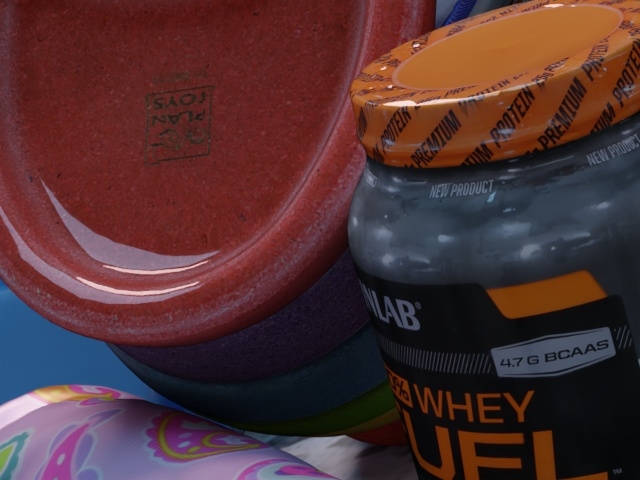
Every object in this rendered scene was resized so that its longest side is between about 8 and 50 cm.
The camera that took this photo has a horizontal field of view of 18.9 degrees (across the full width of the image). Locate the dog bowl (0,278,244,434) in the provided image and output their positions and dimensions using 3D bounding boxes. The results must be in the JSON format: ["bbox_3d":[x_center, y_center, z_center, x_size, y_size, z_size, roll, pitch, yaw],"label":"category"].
[{"bbox_3d":[-0.161,0.077,0.885,0.297,0.166,0.074,-18,4,23],"label":"dog bowl"}]

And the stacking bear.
[{"bbox_3d":[0.000,0.000,0.732,0.175,0.164,0.289,-6,-21,20],"label":"stacking bear"}]

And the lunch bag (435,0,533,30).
[{"bbox_3d":[0.012,-0.174,1.029,0.385,0.239,0.328,-36,6,39],"label":"lunch bag"}]

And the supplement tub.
[{"bbox_3d":[0.077,0.031,0.557,0.117,0.190,0.117,-16,18,5],"label":"supplement tub"}]

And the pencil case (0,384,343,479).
[{"bbox_3d":[-0.042,0.120,0.595,0.124,0.124,0.284,-29,17,-18],"label":"pencil case"}]
